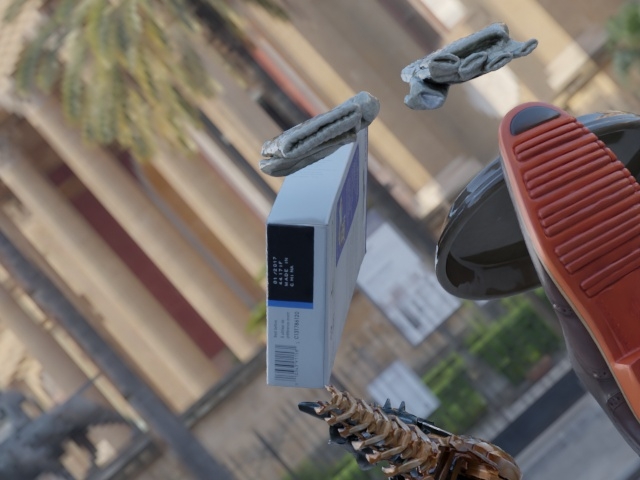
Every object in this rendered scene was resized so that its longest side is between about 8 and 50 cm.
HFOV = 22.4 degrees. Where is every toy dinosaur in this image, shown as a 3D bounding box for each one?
[{"bbox_3d":[0.090,0.191,1.221,0.218,0.322,0.164,4,39,38],"label":"toy dinosaur"}]

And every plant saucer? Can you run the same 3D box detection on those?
[{"bbox_3d":[0.231,-0.037,1.599,0.278,0.041,0.278,-22,-28,-12],"label":"plant saucer"}]

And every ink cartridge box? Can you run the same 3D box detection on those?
[{"bbox_3d":[0.000,0.000,1.589,0.333,0.065,0.165,-67,-22,-68],"label":"ink cartridge box"}]

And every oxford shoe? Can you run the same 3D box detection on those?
[{"bbox_3d":[0.187,0.034,1.127,0.097,0.271,0.098,-21,-10,-25],"label":"oxford shoe"}]

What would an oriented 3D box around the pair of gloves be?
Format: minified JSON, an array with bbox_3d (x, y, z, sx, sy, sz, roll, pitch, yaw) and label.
[{"bbox_3d":[0.057,-0.116,1.383,0.240,0.042,0.204,-28,5,-10],"label":"pair of gloves"}]
